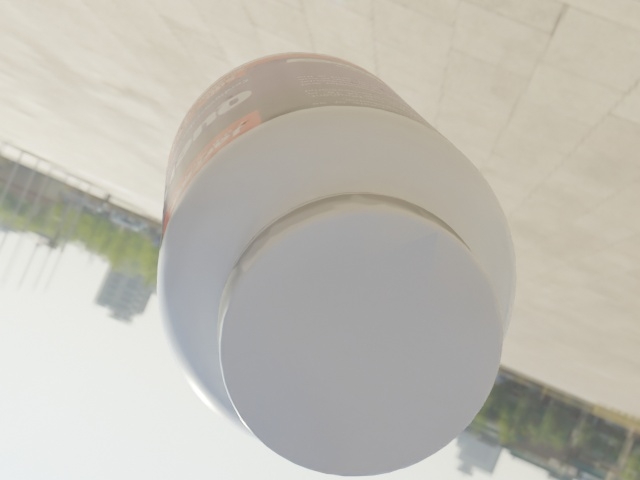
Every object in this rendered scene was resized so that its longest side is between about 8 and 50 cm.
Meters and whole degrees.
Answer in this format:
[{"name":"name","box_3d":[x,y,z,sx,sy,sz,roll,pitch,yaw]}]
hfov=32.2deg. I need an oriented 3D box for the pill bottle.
[{"name":"pill bottle","box_3d":[0.000,0.000,0.626,0.181,0.182,0.323,24,-168,-13]}]
